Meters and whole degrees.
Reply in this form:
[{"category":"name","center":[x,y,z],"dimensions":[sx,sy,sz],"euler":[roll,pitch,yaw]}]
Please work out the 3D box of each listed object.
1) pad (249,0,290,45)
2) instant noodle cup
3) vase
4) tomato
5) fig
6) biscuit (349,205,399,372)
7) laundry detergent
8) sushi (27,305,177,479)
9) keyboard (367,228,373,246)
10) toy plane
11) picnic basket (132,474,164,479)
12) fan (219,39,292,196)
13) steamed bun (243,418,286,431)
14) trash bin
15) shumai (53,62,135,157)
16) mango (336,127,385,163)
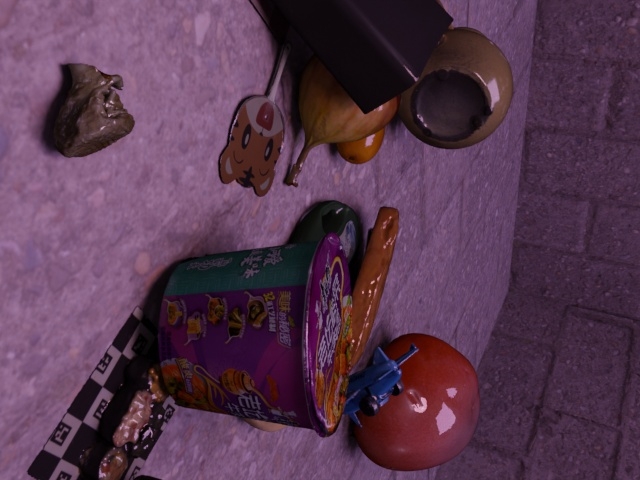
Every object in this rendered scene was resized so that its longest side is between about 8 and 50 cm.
[{"category":"pad","center":[-0.043,-0.447,0.906],"dimensions":[0.202,0.005,0.299],"euler":[43,63,-63]},{"category":"instant noodle cup","center":[-0.075,0.114,0.840],"dimensions":[0.251,0.190,0.251],"euler":[-1,90,-76]},{"category":"vase","center":[0.270,-0.377,1.417],"dimensions":[0.329,0.241,0.302],"euler":[62,28,-22]},{"category":"tomato","center":[0.241,0.401,1.633],"dimensions":[0.341,0.273,0.341],"euler":[-43,140,-52]},{"category":"fig","center":[0.022,-0.190,1.022],"dimensions":[0.160,0.143,0.230],"euler":[35,75,-31]},{"category":"biscuit","center":[0.091,0.107,1.307],"dimensions":[0.312,0.057,0.351],"euler":[95,13,-60]},{"category":"laundry detergent","center":[0.000,0.000,1.162],"dimensions":[0.211,0.063,0.137],"euler":[-12,109,-62]},{"category":"sushi","center":[-0.216,0.220,0.799],"dimensions":[0.215,0.051,0.192],"euler":[-62,152,-30]},{"category":"keyboard","center":[0.110,0.067,1.500],"dimensions":[0.064,0.010,0.198],"euler":[-22,122,-64]},{"category":"toy plane","center":[0.091,0.299,1.347],"dimensions":[0.254,0.105,0.271],"euler":[-28,160,-39]},{"category":"picnic basket","center":[-0.229,0.392,0.729],"dimensions":[0.297,0.129,0.222],"euler":[-37,146,-55]},{"category":"fan","center":[-0.079,-0.178,0.952],"dimensions":[0.152,0.008,0.226],"euler":[22,84,-65]},{"category":"steamed bun","center":[-0.047,0.211,1.105],"dimensions":[0.231,0.111,0.212],"euler":[31,73,-63]},{"category":"trash bin","center":[0.047,-0.315,0.904],"dimensions":[0.225,0.115,0.165],"euler":[43,55,-18]},{"category":"shumai","center":[-0.220,-0.126,0.623],"dimensions":[0.080,0.082,0.083],"euler":[63,-2,-5]},{"category":"mango","center":[0.074,-0.226,1.182],"dimensions":[0.102,0.085,0.184],"euler":[19,79,-67]}]
